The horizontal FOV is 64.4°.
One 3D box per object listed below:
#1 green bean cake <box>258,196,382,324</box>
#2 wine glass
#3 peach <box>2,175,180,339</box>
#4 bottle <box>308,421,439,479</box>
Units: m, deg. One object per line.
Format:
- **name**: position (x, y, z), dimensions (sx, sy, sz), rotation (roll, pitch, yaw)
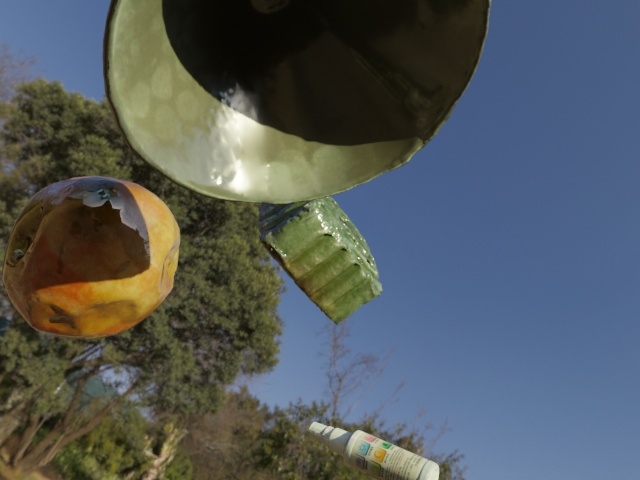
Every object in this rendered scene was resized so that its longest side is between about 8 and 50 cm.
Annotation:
- **green bean cake**: position (0.000, 0.000, 0.712), dimensions (0.094, 0.181, 0.173), rotation (-35, -61, 10)
- **wine glass**: position (-0.063, -0.265, 0.455), dimensions (0.266, 0.406, 0.267), rotation (-14, -33, -9)
- **peach**: position (-0.288, 0.007, 0.656), dimensions (0.214, 0.214, 0.235), rotation (34, -48, -8)
- **bottle**: position (0.076, 0.336, 0.802), dimensions (0.217, 0.060, 0.060), rotation (13, -38, 32)
